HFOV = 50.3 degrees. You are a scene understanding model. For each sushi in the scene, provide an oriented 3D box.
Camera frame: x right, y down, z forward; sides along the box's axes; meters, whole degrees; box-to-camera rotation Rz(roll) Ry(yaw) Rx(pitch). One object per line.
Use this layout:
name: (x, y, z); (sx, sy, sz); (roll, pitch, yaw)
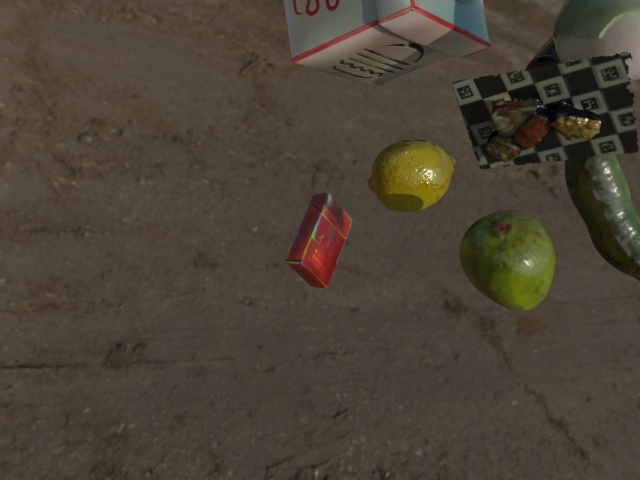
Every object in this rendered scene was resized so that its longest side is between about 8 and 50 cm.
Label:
sushi: (0.263, -0.137, 0.797); (0.201, 0.139, 0.031); (-4, 42, 31)

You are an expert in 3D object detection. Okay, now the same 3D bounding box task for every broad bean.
broad bean: (0.406, -0.050, 0.969); (0.339, 0.077, 0.061); (60, 25, -11)

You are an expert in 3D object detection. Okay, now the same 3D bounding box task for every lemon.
lemon: (0.314, -0.223, 2.328); (0.310, 0.253, 0.253); (-15, 43, 4)

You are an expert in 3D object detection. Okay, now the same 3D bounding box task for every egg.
egg: (0.497, -0.349, 1.095); (0.183, 0.217, 0.183); (2, 86, -27)

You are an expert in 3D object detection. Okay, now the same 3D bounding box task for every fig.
fig: (0.552, 0.069, 1.970); (0.326, 0.258, 0.258); (53, 20, -36)

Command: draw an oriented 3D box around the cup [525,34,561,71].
cup: (0.572, -0.359, 1.532); (0.176, 0.169, 0.223); (-40, 103, -28)

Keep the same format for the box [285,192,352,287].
box: (0.001, 0.000, 1.456); (0.112, 0.048, 0.175); (46, 56, -43)

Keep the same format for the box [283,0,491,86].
box: (0.123, -0.513, 1.364); (0.314, 0.300, 0.312); (0, 80, -51)
